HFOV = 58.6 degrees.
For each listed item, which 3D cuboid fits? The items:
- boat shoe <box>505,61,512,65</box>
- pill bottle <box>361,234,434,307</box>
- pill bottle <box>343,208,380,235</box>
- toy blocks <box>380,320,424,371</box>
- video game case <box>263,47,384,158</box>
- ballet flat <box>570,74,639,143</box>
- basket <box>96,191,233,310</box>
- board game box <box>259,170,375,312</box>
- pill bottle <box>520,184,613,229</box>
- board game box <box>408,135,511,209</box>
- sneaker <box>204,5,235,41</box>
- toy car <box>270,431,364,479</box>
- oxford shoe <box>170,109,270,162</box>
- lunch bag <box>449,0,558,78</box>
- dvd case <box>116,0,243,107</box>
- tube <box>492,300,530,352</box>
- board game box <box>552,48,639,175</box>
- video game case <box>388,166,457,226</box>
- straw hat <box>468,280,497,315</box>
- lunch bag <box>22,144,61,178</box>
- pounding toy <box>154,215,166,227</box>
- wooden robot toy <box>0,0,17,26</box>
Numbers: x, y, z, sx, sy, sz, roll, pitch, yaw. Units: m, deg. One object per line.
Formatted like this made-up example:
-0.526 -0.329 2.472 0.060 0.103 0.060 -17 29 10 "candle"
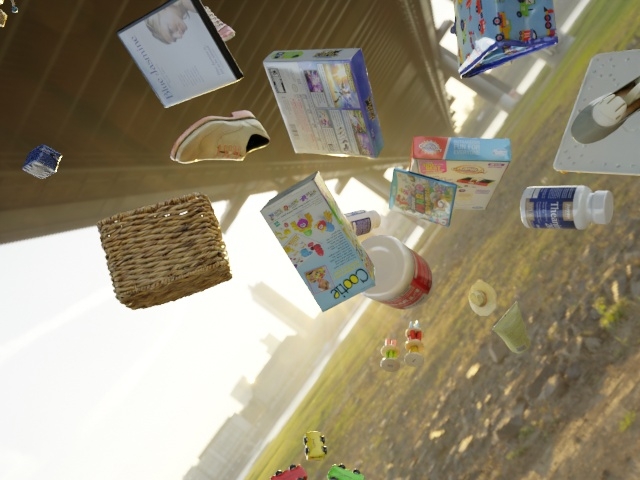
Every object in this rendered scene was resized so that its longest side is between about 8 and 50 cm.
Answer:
0.507 -0.563 1.598 0.183 0.065 0.083 11 -86 -63 "boat shoe"
0.281 0.133 2.105 0.229 0.229 0.408 -55 -30 4 "pill bottle"
0.166 -0.076 2.492 0.187 0.112 0.112 -14 -29 -30 "pill bottle"
0.230 0.289 1.599 0.123 0.054 0.148 -17 29 20 "toy blocks"
0.013 -0.332 1.394 0.061 0.244 0.269 -56 -39 -34 "video game case"
0.564 -0.260 1.068 0.213 0.072 0.068 -33 -18 -3 "ballet flat"
-0.402 0.034 1.519 0.299 0.223 0.213 -19 -16 -6 "basket"
0.000 0.000 1.325 0.144 0.275 0.142 -29 11 11 "board game box"
0.373 -0.050 0.867 0.067 0.120 0.067 -4 -85 -49 "pill bottle"
0.358 -0.174 1.548 0.316 0.242 0.064 79 -166 -71 "board game box"
-0.277 -0.550 1.446 0.051 0.134 0.070 -45 -37 -22 "sneaker"
0.010 0.634 1.548 0.239 0.225 0.053 -37 -47 -56 "toy car"
-0.330 -0.338 1.953 0.397 0.146 0.140 -34 -20 -42 "oxford shoe"
0.341 -0.476 1.192 0.293 0.138 0.221 -169 71 -77 "lunch bag"
-0.284 -0.371 1.134 0.253 0.180 0.022 -4 37 42 "dvd case"
0.499 0.231 1.486 0.240 0.062 0.070 44 -135 -53 "tube"
0.900 -0.358 1.604 0.390 0.050 0.390 14 81 53 "board game box"
0.255 -0.109 1.440 0.015 0.166 0.119 -43 -36 -46 "video game case"
0.641 0.237 2.325 0.061 0.144 0.144 5 -51 -39 "straw hat"
-0.772 -0.224 1.589 0.098 0.067 0.065 -15 56 32 "lunch bag"
-0.598 -0.029 2.072 0.110 0.237 0.183 83 -153 -62 "pounding toy"
-0.663 -0.542 1.188 0.173 0.076 0.079 -59 -4 -2 "wooden robot toy"
